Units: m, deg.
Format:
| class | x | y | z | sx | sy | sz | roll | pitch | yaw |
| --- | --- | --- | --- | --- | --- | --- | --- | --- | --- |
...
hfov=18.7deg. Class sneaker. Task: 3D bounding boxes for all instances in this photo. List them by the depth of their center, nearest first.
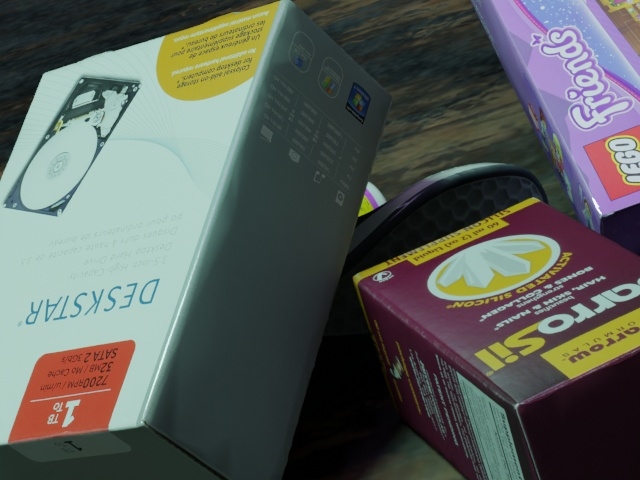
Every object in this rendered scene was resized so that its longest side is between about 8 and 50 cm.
| class | x | y | z | sx | sy | sz | roll | pitch | yaw |
| --- | --- | --- | --- | --- | --- | --- | --- | --- | --- |
| sneaker | -0.002 | 0.010 | 1.052 | 0.226 | 0.086 | 0.163 | -29 | 26 | -21 |

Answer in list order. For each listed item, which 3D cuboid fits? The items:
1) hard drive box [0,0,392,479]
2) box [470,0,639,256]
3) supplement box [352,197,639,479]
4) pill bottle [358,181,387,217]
| class | x | y | z | sx | sy | sz | roll | pitch | yaw |
| --- | --- | --- | --- | --- | --- | --- | --- | --- | --- |
| hard drive box | -0.083 | 0.016 | 0.940 | 0.181 | 0.089 | 0.232 | -12 | 51 | 40 |
| box | 0.196 | -0.139 | 1.091 | 0.200 | 0.057 | 0.293 | -19 | 54 | -2 |
| supplement box | 0.101 | 0.055 | 0.861 | 0.104 | 0.081 | 0.188 | -24 | 22 | -13 |
| pill bottle | 0.000 | 0.000 | 1.135 | 0.083 | 0.043 | 0.043 | -26 | 22 | -17 |
